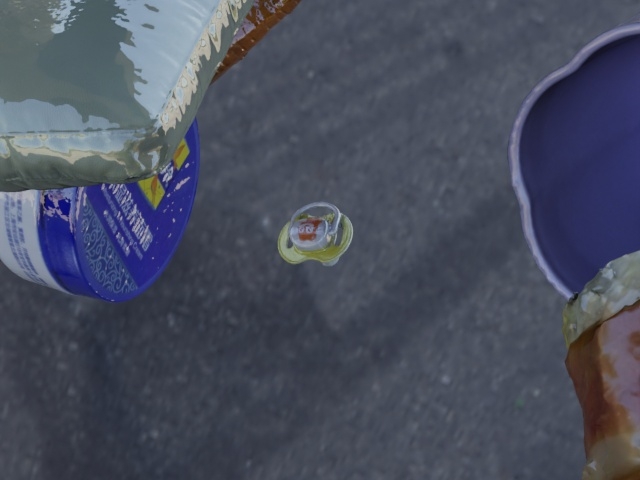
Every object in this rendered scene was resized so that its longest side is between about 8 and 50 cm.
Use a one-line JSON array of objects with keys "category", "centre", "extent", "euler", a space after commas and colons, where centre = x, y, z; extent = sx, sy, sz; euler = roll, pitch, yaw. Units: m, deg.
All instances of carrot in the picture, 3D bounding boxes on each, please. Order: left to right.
[{"category": "carrot", "centre": [-0.066, -0.218, 1.703], "extent": [0.248, 0.059, 0.059], "euler": [-40, 63, 6]}]

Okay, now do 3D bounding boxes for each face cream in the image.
[{"category": "face cream", "centre": [-0.201, -0.055, 1.558], "extent": [0.111, 0.206, 0.206], "euler": [15, 42, 23]}]

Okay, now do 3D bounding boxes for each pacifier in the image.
[{"category": "pacifier", "centre": [0.000, 0.000, 1.827], "extent": [0.083, 0.064, 0.068], "euler": [-3, 57, 25]}]

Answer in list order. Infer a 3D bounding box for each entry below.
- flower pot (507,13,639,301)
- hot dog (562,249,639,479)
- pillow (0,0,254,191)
[{"category": "flower pot", "centre": [0.312, -0.072, 1.398], "extent": [0.265, 0.265, 0.243], "euler": [35, 34, 13]}, {"category": "hot dog", "centre": [0.166, 0.093, 0.712], "extent": [0.146, 0.103, 0.213], "euler": [3, 63, 11]}, {"category": "pillow", "centre": [-0.198, -0.141, 1.396], "extent": [0.255, 0.120, 0.322], "euler": [-1, 33, 17]}]
